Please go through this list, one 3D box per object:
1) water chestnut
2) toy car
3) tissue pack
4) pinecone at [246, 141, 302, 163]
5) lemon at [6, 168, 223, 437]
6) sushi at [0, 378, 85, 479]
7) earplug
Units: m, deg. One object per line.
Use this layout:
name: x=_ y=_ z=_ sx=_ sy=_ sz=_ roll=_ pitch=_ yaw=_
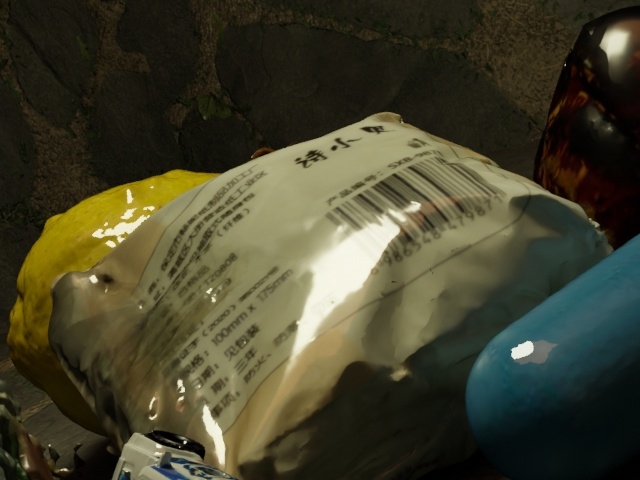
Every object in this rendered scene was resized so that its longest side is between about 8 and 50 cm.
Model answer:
water chestnut: x=0.327 y=-0.082 z=1.088 sx=0.244 sy=0.289 sz=0.289 roll=14 pitch=8 yaw=1
toy car: x=-0.069 y=0.167 z=0.677 sx=0.070 sy=0.080 sz=0.170 roll=18 pitch=-2 yaw=-44
tissue pack: x=-0.003 y=0.052 z=0.913 sx=0.375 sy=0.195 sz=0.390 roll=-26 pitch=33 yaw=-15
pinecone: x=0.001 y=-0.003 z=1.399 sx=0.246 sy=0.246 sz=0.292 roll=-23 pitch=7 yaw=-30
lemon: x=-0.140 y=0.065 z=1.184 sx=0.316 sy=0.285 sz=0.285 roll=6 pitch=14 yaw=15
sushi: x=-0.213 y=0.186 z=0.577 sx=0.218 sy=0.225 sz=0.238 roll=-34 pitch=-17 yaw=0
earplug: x=0.206 y=0.064 z=0.757 sx=0.273 sy=0.132 sz=0.132 roll=-27 pitch=9 yaw=-27
